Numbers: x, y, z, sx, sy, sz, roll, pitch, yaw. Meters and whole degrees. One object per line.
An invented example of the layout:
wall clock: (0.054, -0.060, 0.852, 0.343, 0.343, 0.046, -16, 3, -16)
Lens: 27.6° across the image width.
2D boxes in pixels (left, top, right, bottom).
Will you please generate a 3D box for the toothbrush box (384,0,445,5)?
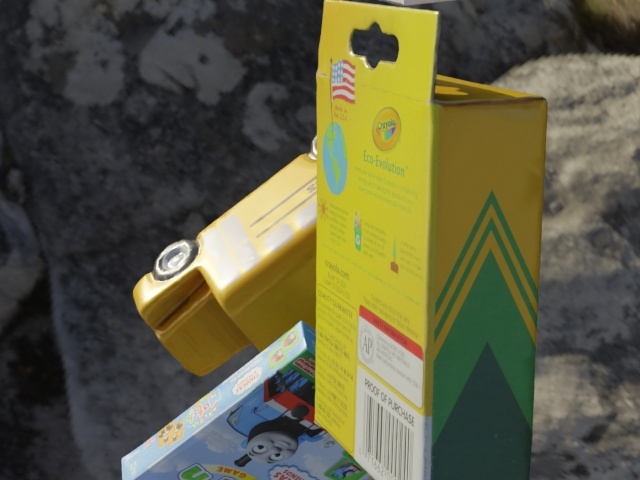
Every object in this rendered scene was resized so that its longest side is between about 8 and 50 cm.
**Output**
toothbrush box: (0.155, -0.389, 1.279, 0.216, 0.126, 0.295, -7, 106, -12)

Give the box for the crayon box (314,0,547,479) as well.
crayon box: (0.066, 0.001, 0.874, 0.202, 0.081, 0.318, -147, 55, -66)

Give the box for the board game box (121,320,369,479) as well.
board game box: (-0.037, 0.174, 1.102, 0.211, 0.160, 0.039, -38, 37, 22)

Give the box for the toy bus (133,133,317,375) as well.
toy bus: (0.000, 0.000, 1.151, 0.333, 0.108, 0.130, -37, 35, 1)
